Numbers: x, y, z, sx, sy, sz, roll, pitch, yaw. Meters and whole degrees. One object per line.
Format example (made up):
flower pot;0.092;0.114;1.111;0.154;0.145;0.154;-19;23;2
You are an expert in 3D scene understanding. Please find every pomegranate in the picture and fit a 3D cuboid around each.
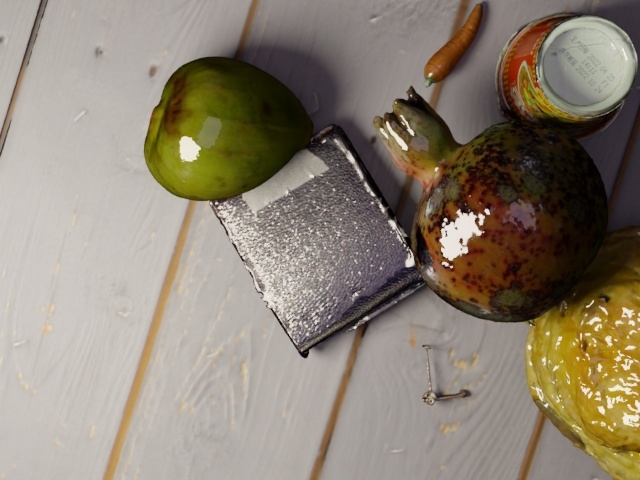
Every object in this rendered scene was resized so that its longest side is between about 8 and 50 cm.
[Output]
pomegranate;0.207;-0.060;1.832;0.340;0.285;0.285;40;92;0

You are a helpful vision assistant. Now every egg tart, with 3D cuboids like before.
egg tart;0.419;0.159;1.856;0.339;0.153;0.352;20;99;24

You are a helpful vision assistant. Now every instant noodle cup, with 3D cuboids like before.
instant noodle cup;0.336;-0.222;1.852;0.193;0.212;0.193;0;92;2

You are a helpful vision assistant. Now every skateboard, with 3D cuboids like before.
skateboard;0.170;0.187;1.964;0.063;0.032;0.083;-9;94;-8

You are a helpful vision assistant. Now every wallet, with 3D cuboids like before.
wallet;0.000;0.000;1.948;0.221;0.071;0.262;-32;88;7

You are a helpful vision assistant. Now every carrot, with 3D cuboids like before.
carrot;0.188;-0.271;1.946;0.035;0.035;0.142;38;85;0

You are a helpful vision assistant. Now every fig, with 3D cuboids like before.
fig;-0.120;-0.142;1.884;0.225;0.203;0.203;9;92;-20
